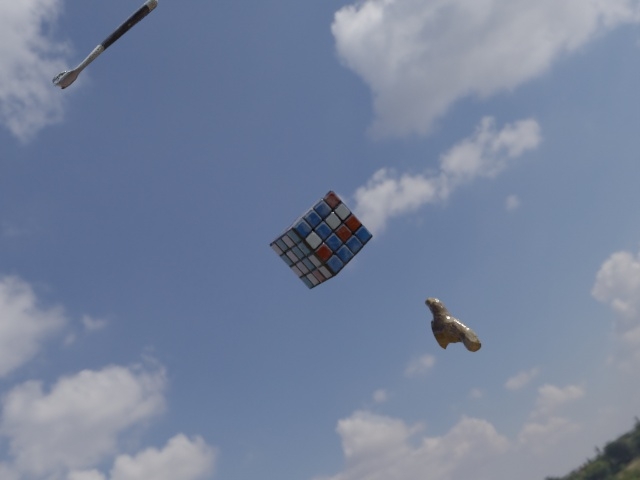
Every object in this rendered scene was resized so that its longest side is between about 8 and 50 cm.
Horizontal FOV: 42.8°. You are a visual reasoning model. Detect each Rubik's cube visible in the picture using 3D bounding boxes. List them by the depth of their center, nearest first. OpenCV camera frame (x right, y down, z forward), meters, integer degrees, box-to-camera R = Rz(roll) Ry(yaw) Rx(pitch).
[{"bbox_3d":[0.000,0.000,1.172,0.092,0.092,0.092,-44,6,-28],"label":"Rubik's cube"}]

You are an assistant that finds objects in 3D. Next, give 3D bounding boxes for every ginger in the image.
[{"bbox_3d":[0.156,0.112,1.011,0.030,0.097,0.048,-16,-46,-33],"label":"ginger"}]

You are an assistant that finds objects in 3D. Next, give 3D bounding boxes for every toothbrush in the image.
[{"bbox_3d":[-0.395,-0.370,1.518,0.288,0.026,0.024,-54,-37,-31],"label":"toothbrush"}]
